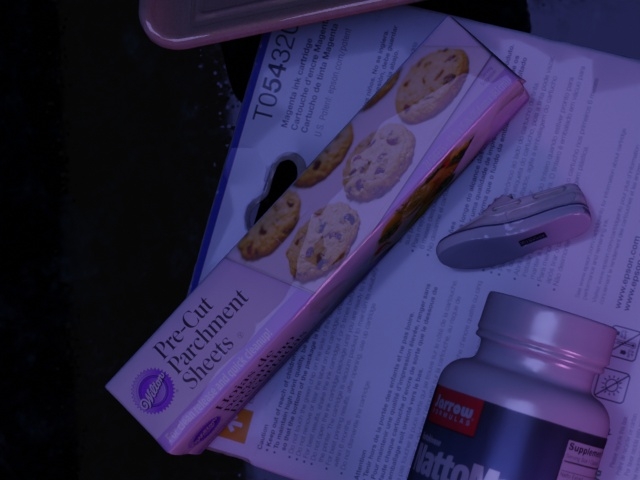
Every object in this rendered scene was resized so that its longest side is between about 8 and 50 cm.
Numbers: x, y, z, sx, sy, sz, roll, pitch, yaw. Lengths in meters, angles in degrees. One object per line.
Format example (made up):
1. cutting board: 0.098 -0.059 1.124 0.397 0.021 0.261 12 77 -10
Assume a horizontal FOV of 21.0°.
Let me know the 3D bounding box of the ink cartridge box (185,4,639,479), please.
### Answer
1. ink cartridge box: 0.088 0.019 1.145 0.330 0.071 0.324 16 88 16

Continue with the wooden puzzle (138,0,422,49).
1. wooden puzzle: 0.002 -0.226 1.167 0.238 0.044 0.221 -7 55 9

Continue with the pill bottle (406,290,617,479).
1. pill bottle: 0.112 0.127 1.036 0.108 0.108 0.180 17 88 13

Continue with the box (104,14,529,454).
1. box: 0.000 0.000 1.101 0.324 0.063 0.067 -46 74 5

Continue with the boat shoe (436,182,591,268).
1. boat shoe: 0.120 -0.012 1.092 0.100 0.035 0.035 -19 52 15
